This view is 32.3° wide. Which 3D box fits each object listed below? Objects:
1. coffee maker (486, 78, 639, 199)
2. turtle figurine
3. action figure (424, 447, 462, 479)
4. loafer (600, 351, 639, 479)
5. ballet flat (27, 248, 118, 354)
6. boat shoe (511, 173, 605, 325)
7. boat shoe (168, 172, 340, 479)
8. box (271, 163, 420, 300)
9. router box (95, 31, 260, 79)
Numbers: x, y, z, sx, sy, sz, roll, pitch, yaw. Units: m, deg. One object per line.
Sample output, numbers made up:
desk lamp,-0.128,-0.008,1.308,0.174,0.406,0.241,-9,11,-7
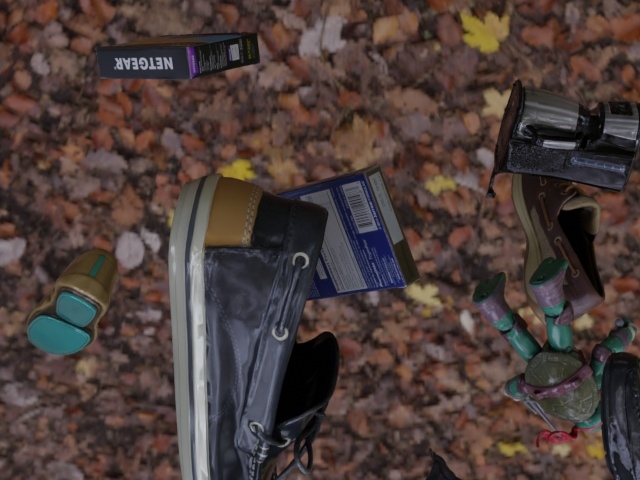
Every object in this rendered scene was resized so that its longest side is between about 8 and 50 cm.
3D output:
coffee maker,0.339,-0.130,1.537,0.178,0.120,0.171,11,147,0
turtle figurine,0.274,0.136,1.245,0.175,0.118,0.234,-26,110,18
action figure,0.074,0.394,1.351,0.275,0.141,0.164,-40,102,-7
loafer,0.294,0.203,0.957,0.078,0.076,0.223,-11,94,26
ballet flat,-0.273,0.071,1.248,0.080,0.073,0.232,30,151,-15
boat shoe,0.377,-0.028,1.683,0.123,0.342,0.123,33,134,-28
boat shoe,-0.059,0.158,1.146,0.156,0.187,0.500,3,124,3
box,0.000,0.000,1.272,0.225,0.036,0.136,-12,103,43
router box,-0.190,-0.247,1.476,0.179,0.133,0.046,7,110,38
